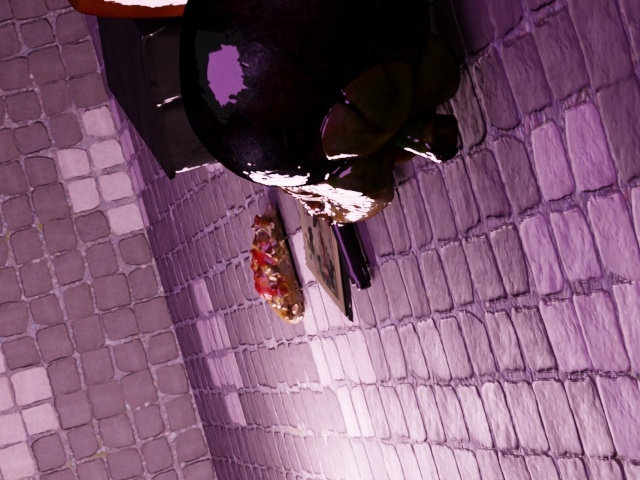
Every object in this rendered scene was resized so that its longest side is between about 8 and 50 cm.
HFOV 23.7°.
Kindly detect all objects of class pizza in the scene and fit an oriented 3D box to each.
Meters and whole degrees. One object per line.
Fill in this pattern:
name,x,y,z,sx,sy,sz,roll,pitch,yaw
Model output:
pizza,-0.084,0.033,2.489,0.188,0.062,0.199,-141,39,-62

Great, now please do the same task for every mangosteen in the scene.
mangosteen,0.001,-0.194,1.590,0.300,0.300,0.300,164,90,-75

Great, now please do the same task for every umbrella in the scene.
umbrella,0.038,0.005,2.078,0.036,0.031,0.133,20,-130,-76

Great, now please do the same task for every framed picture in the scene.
framed picture,0.000,0.000,2.246,0.199,0.010,0.195,-129,28,-56

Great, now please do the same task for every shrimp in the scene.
shrimp,0.007,-0.059,1.933,0.294,0.154,0.062,121,161,-79

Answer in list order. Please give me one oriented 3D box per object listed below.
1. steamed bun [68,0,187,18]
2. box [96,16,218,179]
steamed bun,-0.250,-0.431,2.065,0.379,0.235,0.248,-120,31,-57
box,-0.203,-0.292,2.305,0.345,0.204,0.251,-126,25,-52
